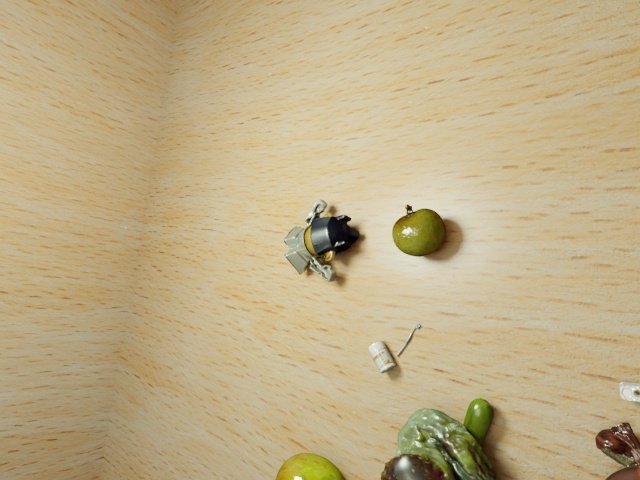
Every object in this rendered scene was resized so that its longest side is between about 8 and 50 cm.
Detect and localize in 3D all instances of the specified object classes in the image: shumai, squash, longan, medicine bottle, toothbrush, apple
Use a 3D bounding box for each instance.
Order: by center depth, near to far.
[{"bbox_3d":[0.263,0.619,1.061,0.309,0.264,0.303,30,108,45],"label":"shumai"},{"bbox_3d":[0.416,0.521,1.137,0.066,0.066,0.200,18,99,40],"label":"squash"},{"bbox_3d":[0.294,-0.033,1.276,0.155,0.176,0.145,-34,12,-8],"label":"longan"},{"bbox_3d":[0.275,0.314,1.323,0.131,0.011,0.013,-59,31,15],"label":"toothbrush"},{"bbox_3d":[0.197,0.374,1.345,0.057,0.057,0.089,-43,58,25],"label":"medicine bottle"},{"bbox_3d":[-0.030,0.827,1.365,0.227,0.246,0.245,-7,77,19],"label":"apple"}]

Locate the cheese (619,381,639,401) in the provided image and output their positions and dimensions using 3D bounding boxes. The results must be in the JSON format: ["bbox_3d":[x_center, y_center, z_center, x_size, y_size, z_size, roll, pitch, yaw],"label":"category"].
[{"bbox_3d":[0.783,0.328,0.881,0.256,0.050,0.127,-5,79,38],"label":"cheese"}]

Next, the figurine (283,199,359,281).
[{"bbox_3d":[-0.001,0.003,1.523,0.309,0.143,0.307,12,109,40],"label":"figurine"}]

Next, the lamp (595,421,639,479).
[{"bbox_3d":[0.669,0.539,0.888,0.215,0.150,0.223,30,57,33],"label":"lamp"}]
